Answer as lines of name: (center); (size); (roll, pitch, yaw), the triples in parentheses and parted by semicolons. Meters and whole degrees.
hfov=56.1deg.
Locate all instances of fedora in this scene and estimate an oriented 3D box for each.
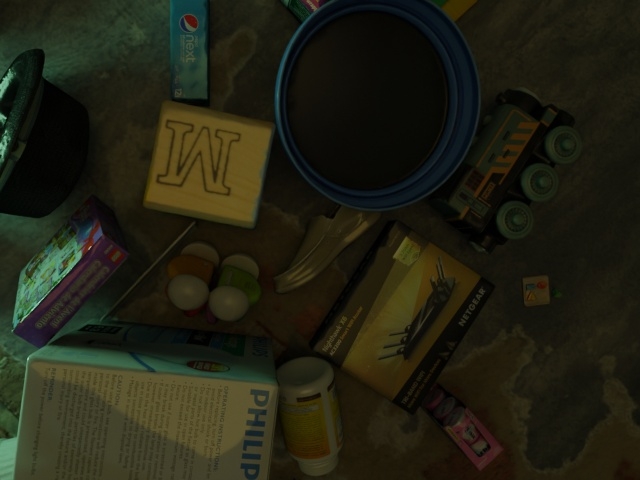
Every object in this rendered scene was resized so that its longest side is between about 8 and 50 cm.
fedora: (-0.517, -0.163, 1.073); (0.153, 0.334, 0.333); (25, 88, -40)

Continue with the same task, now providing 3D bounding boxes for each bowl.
bowl: (0.102, -0.250, 1.097); (0.392, 0.077, 0.390); (-4, 104, -17)

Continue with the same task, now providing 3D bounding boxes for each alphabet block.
alphabet block: (-0.199, -0.130, 1.109); (0.197, 0.192, 0.193); (11, 88, -7)

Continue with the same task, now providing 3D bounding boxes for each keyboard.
keyboard: (-0.327, 0.056, 1.155); (0.014, 0.072, 0.256); (43, 87, -2)

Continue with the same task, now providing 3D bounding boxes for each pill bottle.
pill bottle: (-0.019, 0.340, 1.153); (0.117, 0.117, 0.214); (-11, 111, -6)

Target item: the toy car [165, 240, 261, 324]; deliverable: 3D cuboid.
toy car: (-0.208, 0.098, 1.146); (0.182, 0.159, 0.136); (16, 124, -6)

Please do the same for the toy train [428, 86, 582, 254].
toy train: (0.365, -0.141, 1.189); (0.190, 0.142, 0.333); (34, 87, -7)

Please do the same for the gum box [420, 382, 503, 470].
gum box: (0.267, 0.357, 1.164); (0.062, 0.188, 0.107); (-41, 95, -4)

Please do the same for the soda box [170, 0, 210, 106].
soda box: (-0.250, -0.369, 1.160); (0.071, 0.067, 0.210); (0, 91, -6)

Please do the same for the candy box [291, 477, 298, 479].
candy box: (-0.078, 0.564, 1.126); (0.165, 0.196, 0.070); (-45, 95, -3)

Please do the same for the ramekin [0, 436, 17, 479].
ramekin: (-0.513, 0.445, 1.081); (0.109, 0.207, 0.207); (-16, 92, -16)

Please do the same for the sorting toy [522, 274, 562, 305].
sorting toy: (0.470, 0.104, 1.270); (0.083, 0.012, 0.062); (-6, 91, -6)

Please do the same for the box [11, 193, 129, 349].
box: (-0.433, 0.039, 1.036); (0.201, 0.293, 0.057); (-48, 118, -3)

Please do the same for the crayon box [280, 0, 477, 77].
crayon box: (0.098, -0.519, 1.175); (0.313, 0.106, 0.363); (-44, 96, -5)

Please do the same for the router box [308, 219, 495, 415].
router box: (0.161, 0.150, 1.203); (0.243, 0.081, 0.308); (33, 87, -5)

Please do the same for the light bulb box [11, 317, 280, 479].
light bulb box: (-0.264, 0.286, 1.023); (0.361, 0.358, 0.225); (7, 91, -7)

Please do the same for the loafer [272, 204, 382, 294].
loafer: (0.000, 0.000, 1.181); (0.268, 0.102, 0.092); (-41, 93, -13)
